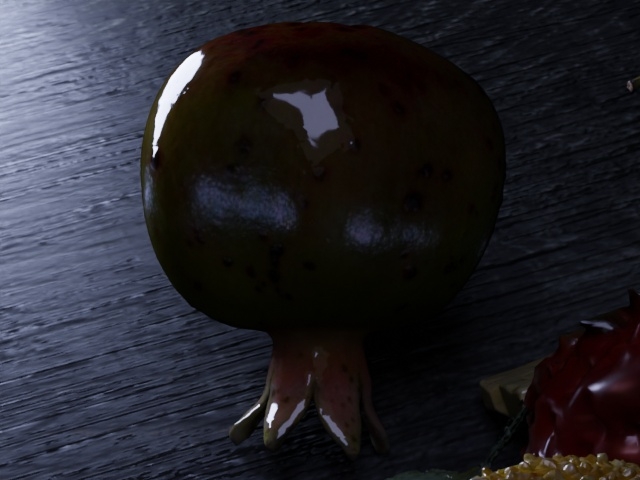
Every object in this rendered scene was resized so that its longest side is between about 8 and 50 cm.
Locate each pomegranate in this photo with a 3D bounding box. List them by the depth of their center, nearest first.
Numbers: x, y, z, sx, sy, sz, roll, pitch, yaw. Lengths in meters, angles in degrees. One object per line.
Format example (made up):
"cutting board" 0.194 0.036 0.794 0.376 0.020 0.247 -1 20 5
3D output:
"pomegranate" 0.008 -0.011 1.400 0.290 0.323 0.291 -9 15 3

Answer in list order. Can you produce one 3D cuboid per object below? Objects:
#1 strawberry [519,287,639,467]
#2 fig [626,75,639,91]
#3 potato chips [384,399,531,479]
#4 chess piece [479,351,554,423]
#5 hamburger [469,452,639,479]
"strawberry" 0.320 0.179 1.179 0.317 0.295 0.345 -6 63 -47
"fig" 0.335 -0.158 1.612 0.125 0.089 0.089 -2 42 33
"potato chips" 0.066 0.196 1.268 0.228 0.059 0.167 -31 22 17
"chess piece" 0.224 0.094 1.369 0.200 0.090 0.090 -17 48 -9
"hamburger" 0.160 0.250 0.964 0.302 0.170 0.302 11 50 -13
